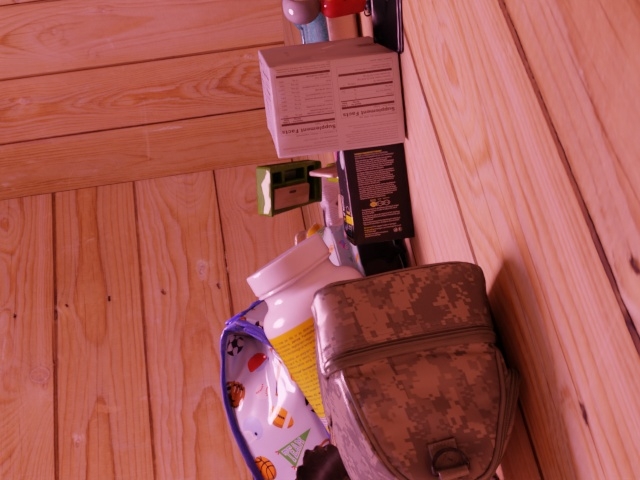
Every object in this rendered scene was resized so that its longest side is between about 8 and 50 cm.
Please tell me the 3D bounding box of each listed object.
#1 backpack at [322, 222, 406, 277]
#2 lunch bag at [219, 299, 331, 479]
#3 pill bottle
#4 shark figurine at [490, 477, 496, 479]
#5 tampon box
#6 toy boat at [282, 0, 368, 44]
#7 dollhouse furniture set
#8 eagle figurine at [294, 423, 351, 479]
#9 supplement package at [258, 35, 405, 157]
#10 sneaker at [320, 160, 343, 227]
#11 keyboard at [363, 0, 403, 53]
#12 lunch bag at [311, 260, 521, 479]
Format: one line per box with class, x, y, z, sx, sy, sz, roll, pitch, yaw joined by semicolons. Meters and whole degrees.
backpack;0.078;0.056;1.819;0.188;0.144;0.166;83;171;-51
lunch bag;-0.021;0.277;1.907;0.386;0.238;0.328;64;-156;-2
pill bottle;0.027;0.164;1.651;0.334;0.187;0.188;57;177;-3
shark figurine;0.151;0.276;1.407;0.278;0.116;0.166;47;141;33
tampon box;0.086;-0.083;1.672;0.120;0.101;0.161;-132;34;-81
toy boat;-0.001;-0.412;1.880;0.318;0.148;0.268;148;113;-86
dollhouse furniture set;0.000;0.000;1.982;0.197;0.151;0.302;9;107;39
eagle figurine;0.077;0.384;1.483;0.225;0.298;0.226;-56;5;-19
supplement package;0.013;-0.241;1.655;0.262;0.203;0.145;-112;15;-72
sneaker;0.042;-0.034;2.187;0.153;0.101;0.269;102;166;-54
keyboard;0.100;-0.378;1.481;0.100;0.038;0.192;40;143;48
lunch bag;0.111;0.199;1.166;0.305;0.212;0.256;89;172;-65
